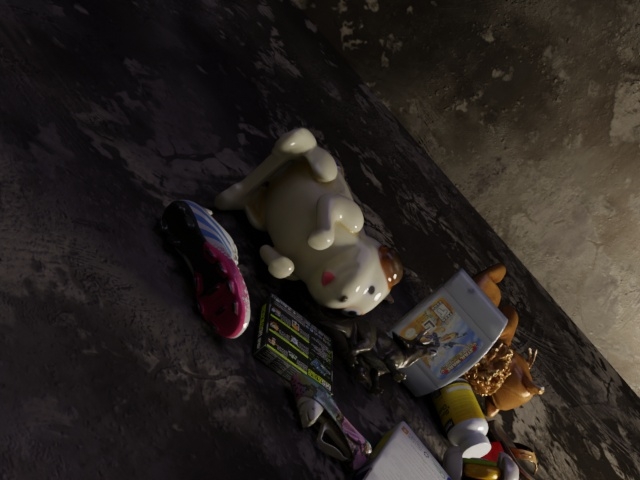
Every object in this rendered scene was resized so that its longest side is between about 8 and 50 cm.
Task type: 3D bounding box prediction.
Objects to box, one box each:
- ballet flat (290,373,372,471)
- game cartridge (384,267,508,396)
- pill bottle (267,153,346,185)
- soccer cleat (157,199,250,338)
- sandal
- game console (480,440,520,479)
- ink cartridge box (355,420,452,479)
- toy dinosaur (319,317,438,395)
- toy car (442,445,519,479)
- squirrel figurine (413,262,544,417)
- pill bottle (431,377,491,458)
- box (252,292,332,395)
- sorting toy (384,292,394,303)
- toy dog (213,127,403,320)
[{"bbox_3d":[0.010,0.359,1.620,0.221,0.077,0.079,49,43,2],"label":"ballet flat"},{"bbox_3d":[0.295,0.234,2.007,0.198,0.297,0.062,49,11,5],"label":"game cartridge"},{"bbox_3d":[-0.038,-0.172,2.268,0.219,0.123,0.123,-12,61,-49],"label":"pill bottle"},{"bbox_3d":[-0.203,0.049,1.667,0.143,0.116,0.331,10,43,-54],"label":"soccer cleat"},{"bbox_3d":[0.528,0.560,2.190,0.219,0.060,0.090,55,17,21],"label":"sandal"},{"bbox_3d":[0.450,0.588,2.079,0.124,0.085,0.144,0,44,-19],"label":"game console"},{"bbox_3d":[0.201,0.548,1.653,0.304,0.072,0.307,52,25,6],"label":"ink cartridge box"},{"bbox_3d":[0.115,0.247,1.899,0.313,0.121,0.160,23,39,-18],"label":"toy dinosaur"},{"bbox_3d":[0.352,0.539,1.844,0.182,0.159,0.136,46,49,-82],"label":"toy car"},{"bbox_3d":[0.423,0.302,2.224,0.370,0.281,0.397,62,27,4],"label":"squirrel figurine"},{"bbox_3d":[0.347,0.437,2.025,0.103,0.103,0.184,27,30,-39],"label":"pill bottle"},{"bbox_3d":[-0.053,0.225,1.745,0.190,0.045,0.184,39,27,-21],"label":"box"},{"bbox_3d":[0.106,0.080,2.250,0.208,0.038,0.193,28,29,-55],"label":"sorting toy"},{"bbox_3d":[0.000,0.000,1.951,0.408,0.284,0.395,56,13,14],"label":"toy dog"}]
